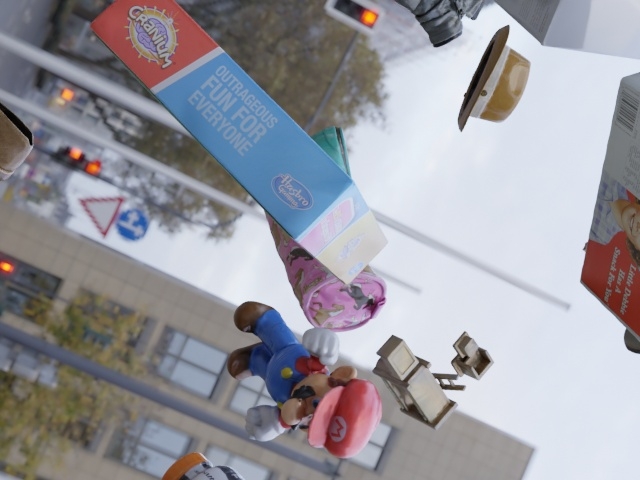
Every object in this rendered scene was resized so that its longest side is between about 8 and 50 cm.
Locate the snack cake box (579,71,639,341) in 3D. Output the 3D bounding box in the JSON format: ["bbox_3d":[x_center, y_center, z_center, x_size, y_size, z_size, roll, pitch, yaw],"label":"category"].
[{"bbox_3d":[0.354,-0.024,1.098,0.152,0.089,0.264,50,-30,43],"label":"snack cake box"}]

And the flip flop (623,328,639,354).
[{"bbox_3d":[0.628,0.095,1.993,0.277,0.080,0.112,-48,-149,-20],"label":"flip flop"}]

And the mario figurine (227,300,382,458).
[{"bbox_3d":[-0.047,0.207,1.610,0.170,0.198,0.320,-39,-141,-15],"label":"mario figurine"}]

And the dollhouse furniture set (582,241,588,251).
[{"bbox_3d":[0.574,-0.015,2.112,0.151,0.076,0.059,-17,-115,24],"label":"dollhouse furniture set"}]

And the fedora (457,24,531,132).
[{"bbox_3d":[0.294,-0.258,1.840,0.194,0.079,0.194,-158,-90,-88],"label":"fedora"}]

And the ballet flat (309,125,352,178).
[{"bbox_3d":[0.024,-0.083,1.874,0.087,0.247,0.083,-15,-144,6],"label":"ballet flat"}]

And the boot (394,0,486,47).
[{"bbox_3d":[0.192,-0.417,1.644,0.246,0.161,0.083,-56,-155,-13],"label":"boot"}]

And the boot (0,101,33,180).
[{"bbox_3d":[-0.686,-0.261,2.145,0.115,0.305,0.112,-41,-165,19],"label":"boot"}]

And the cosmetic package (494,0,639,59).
[{"bbox_3d":[0.358,-0.305,1.293,0.284,0.377,0.097,-118,-141,-48],"label":"cosmetic package"}]

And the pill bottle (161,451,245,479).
[{"bbox_3d":[-0.139,0.430,1.676,0.245,0.130,0.130,40,-71,30],"label":"pill bottle"}]

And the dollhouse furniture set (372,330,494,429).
[{"bbox_3d":[0.168,0.178,1.798,0.161,0.182,0.101,-45,-146,-18],"label":"dollhouse furniture set"}]

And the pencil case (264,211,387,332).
[{"bbox_3d":[0.000,0.000,2.070,0.167,0.160,0.386,-22,-137,2],"label":"pencil case"}]

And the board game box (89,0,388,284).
[{"bbox_3d":[-0.055,-0.081,0.988,0.064,0.242,0.316,-44,169,0],"label":"board game box"}]
